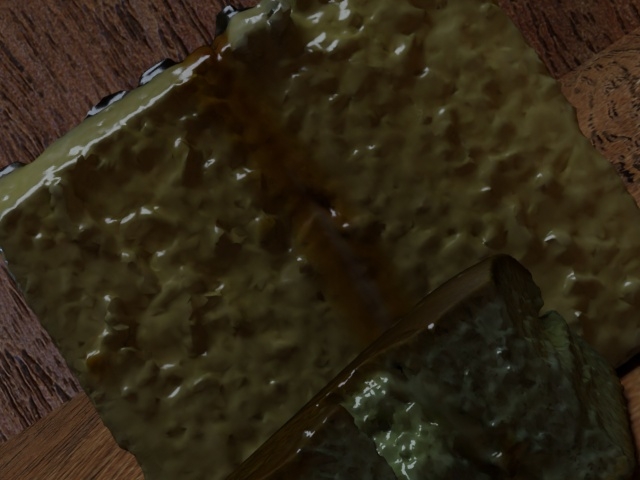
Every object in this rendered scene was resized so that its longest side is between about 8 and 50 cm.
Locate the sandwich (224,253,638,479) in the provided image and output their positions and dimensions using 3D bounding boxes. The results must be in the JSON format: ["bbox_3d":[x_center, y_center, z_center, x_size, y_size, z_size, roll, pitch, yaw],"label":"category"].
[{"bbox_3d":[0.035,0.082,0.407,0.244,0.090,0.088,-37,3,-30],"label":"sandwich"}]

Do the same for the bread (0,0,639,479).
[{"bbox_3d":[0.000,0.000,0.583,0.263,0.236,0.198,-34,5,-6],"label":"bread"}]
